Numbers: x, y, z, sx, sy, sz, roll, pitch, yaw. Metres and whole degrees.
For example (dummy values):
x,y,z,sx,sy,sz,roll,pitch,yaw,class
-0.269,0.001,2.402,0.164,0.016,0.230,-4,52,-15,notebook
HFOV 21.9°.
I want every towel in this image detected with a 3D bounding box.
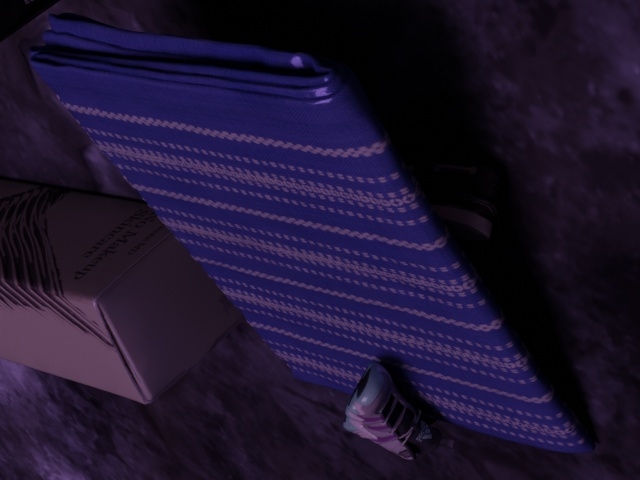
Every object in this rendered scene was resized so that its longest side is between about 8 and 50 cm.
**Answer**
x,y,z,sx,sy,sz,roll,pitch,yaw,class
0.000,0.000,0.943,0.243,0.040,0.336,13,151,42,towel

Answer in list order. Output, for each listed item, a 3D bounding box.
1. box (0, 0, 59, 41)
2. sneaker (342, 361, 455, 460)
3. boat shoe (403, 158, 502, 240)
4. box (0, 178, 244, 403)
x,y,z,sx,sy,sz,roll,pitch,yaw,class
-0.245,-0.199,1.015,0.180,0.077,0.147,9,134,56,box
0.051,0.109,1.008,0.069,0.038,0.098,28,167,7,sneaker
0.050,-0.027,0.909,0.046,0.038,0.125,28,167,-35,boat shoe
-0.189,0.029,1.202,0.275,0.113,0.094,8,131,45,box
